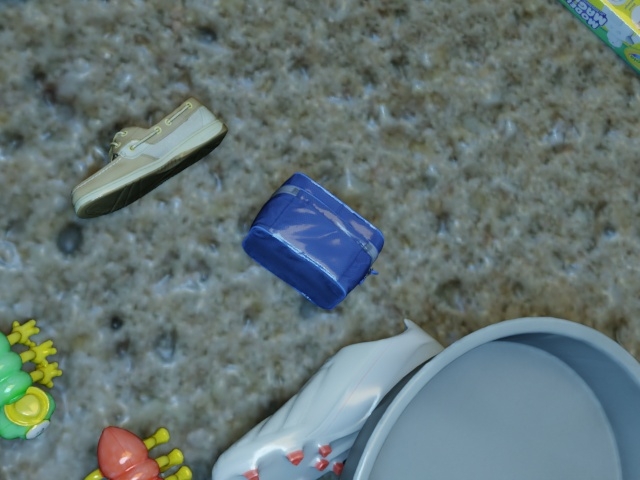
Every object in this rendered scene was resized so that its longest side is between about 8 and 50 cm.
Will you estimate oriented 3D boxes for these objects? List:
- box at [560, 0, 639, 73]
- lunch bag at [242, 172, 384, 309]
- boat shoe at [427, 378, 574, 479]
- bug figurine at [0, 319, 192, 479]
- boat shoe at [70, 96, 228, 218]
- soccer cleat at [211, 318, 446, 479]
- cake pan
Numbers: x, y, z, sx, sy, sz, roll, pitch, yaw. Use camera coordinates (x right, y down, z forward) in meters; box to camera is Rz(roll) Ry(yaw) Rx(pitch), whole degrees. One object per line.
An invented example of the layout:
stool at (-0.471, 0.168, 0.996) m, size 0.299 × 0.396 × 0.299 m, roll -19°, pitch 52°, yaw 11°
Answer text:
box at (0.277, -0.212, 1.165) m, size 0.179 × 0.043 × 0.105 m, roll 42°, pitch 66°, yaw 2°
lunch bag at (0.000, 0.000, 1.002) m, size 0.098 × 0.067 × 0.065 m, roll 37°, pitch 67°, yaw -4°
boat shoe at (0.123, 0.146, 1.011) m, size 0.206 × 0.075 × 0.065 m, roll -35°, pitch 129°, yaw -28°
bug figurine at (-0.222, 0.175, 0.880) m, size 0.279 × 0.072 × 0.216 m, roll -34°, pitch 85°, yaw -22°
boat shoe at (-0.132, -0.062, 0.995) m, size 0.135 × 0.050 × 0.045 m, roll -33°, pitch 81°, yaw -33°
soccer cleat at (0.005, 0.123, 0.974) m, size 0.196 × 0.068 × 0.076 m, roll -25°, pitch 53°, yaw -15°
cake pan at (0.128, 0.196, 0.935) m, size 0.293 × 0.054 × 0.293 m, roll -2°, pitch 95°, yaw -30°
